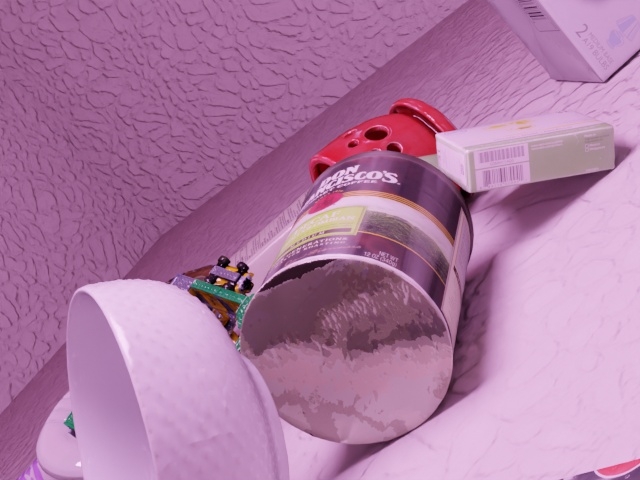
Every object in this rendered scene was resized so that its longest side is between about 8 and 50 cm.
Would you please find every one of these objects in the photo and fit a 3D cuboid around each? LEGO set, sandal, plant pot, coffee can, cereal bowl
[{"bbox_3d":[-0.140,0.207,1.323,0.255,0.192,0.331,7,58,37],"label":"LEGO set"},{"bbox_3d":[-0.259,0.238,1.631,0.416,0.169,0.102,-46,-33,-39],"label":"sandal"},{"bbox_3d":[0.107,-0.088,1.432,0.174,0.191,0.191,-40,10,-13],"label":"plant pot"},{"bbox_3d":[0.049,0.048,1.084,0.201,0.201,0.275,-37,13,25],"label":"coffee can"},{"bbox_3d":[-0.124,0.193,0.953,0.141,0.339,0.339,-10,-3,-24],"label":"cereal bowl"}]

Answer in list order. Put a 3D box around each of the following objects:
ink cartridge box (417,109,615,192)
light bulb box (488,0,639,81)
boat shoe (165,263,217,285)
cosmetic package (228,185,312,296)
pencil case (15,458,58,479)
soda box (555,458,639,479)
[{"bbox_3d":[0.218,-0.115,1.237,0.171,0.056,0.235,-11,17,-8],"label":"ink cartridge box"},{"bbox_3d":[0.387,-0.474,1.482,0.361,0.358,0.225,-43,13,1],"label":"light bulb box"},{"bbox_3d":[-0.289,0.129,2.205,0.307,0.110,0.104,-19,20,40],"label":"boat shoe"},{"bbox_3d":[0.000,0.000,1.615,0.296,0.129,0.153,-41,13,5],"label":"cosmetic package"},{"bbox_3d":[-0.432,0.389,1.699,0.206,0.086,0.088,-46,39,21],"label":"pencil case"},{"bbox_3d":[0.178,0.163,0.594,0.169,0.053,0.060,-30,16,45],"label":"soda box"}]
